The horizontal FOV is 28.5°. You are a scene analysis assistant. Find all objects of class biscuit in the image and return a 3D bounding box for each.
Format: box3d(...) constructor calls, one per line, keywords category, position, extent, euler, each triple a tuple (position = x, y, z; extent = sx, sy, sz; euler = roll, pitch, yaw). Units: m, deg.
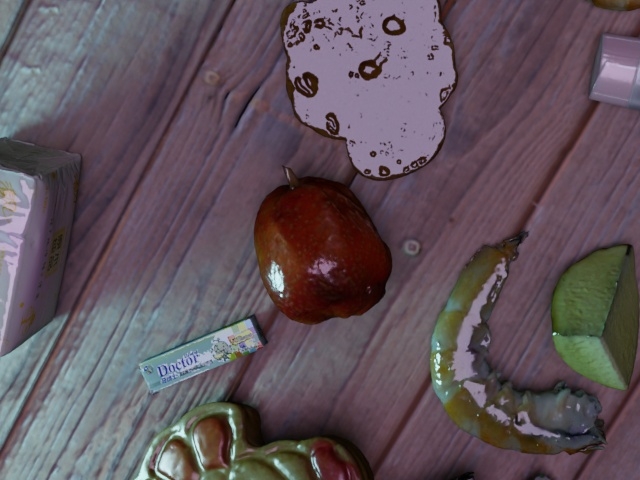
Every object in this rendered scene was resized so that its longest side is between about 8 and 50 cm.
box3d(category="biscuit", position=(0.057, -0.215, 1.519), extent=(0.208, 0.041, 0.291), euler=(-15, 98, 7))
box3d(category="biscuit", position=(-0.095, 0.379, 1.572), extent=(0.381, 0.074, 0.359), euler=(-46, 72, 17))

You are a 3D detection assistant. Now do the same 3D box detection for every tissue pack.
box3d(category="tissue pack", position=(-0.383, 0.003, 1.528), extent=(0.124, 0.185, 0.225), euler=(13, 102, 2))

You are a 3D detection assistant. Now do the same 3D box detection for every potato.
box3d(category="potato", position=(0.341, 0.095, 1.544), extent=(0.081, 0.149, 0.120), euler=(3, 141, 33))

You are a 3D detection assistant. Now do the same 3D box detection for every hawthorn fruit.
box3d(category="hawthorn fruit", position=(0.005, 0.014, 1.510), extent=(0.173, 0.173, 0.179), euler=(-3, 62, 6))

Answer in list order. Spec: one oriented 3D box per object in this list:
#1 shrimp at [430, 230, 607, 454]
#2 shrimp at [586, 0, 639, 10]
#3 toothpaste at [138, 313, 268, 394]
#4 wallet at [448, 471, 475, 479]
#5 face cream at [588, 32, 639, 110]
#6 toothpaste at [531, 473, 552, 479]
box3d(category="shrimp", position=(0.228, 0.152, 1.573), extent=(0.185, 0.068, 0.287), euler=(-22, 88, 4))
box3d(category="shrimp", position=(0.388, -0.406, 1.450), extent=(0.169, 0.058, 0.296), euler=(38, 105, 0))
box3d(category="toothpaste", position=(-0.148, 0.146, 1.611), extent=(0.164, 0.034, 0.046), euler=(-23, 94, 9))
box3d(category="wallet", position=(0.182, 0.458, 1.590), extent=(0.169, 0.044, 0.317), euler=(-25, 104, 2))
box3d(category="face cream", position=(0.420, -0.188, 1.485), extent=(0.198, 0.057, 0.084), euler=(12, 101, 5))
box3d(category="toothpaste", position=(0.194, 0.411, 1.626), extent=(0.301, 0.048, 0.075), euler=(-42, 91, 9))
